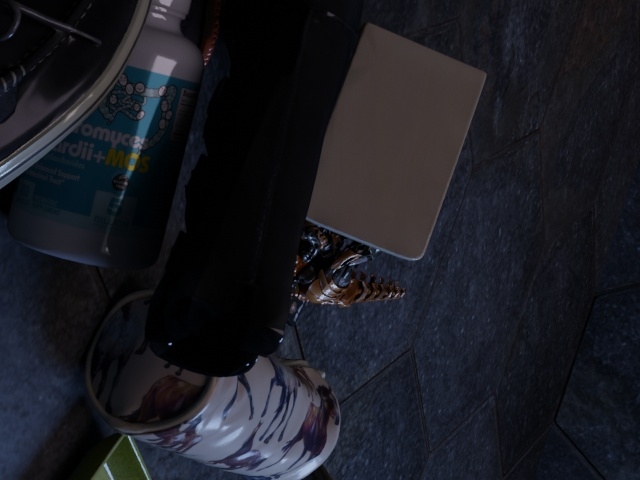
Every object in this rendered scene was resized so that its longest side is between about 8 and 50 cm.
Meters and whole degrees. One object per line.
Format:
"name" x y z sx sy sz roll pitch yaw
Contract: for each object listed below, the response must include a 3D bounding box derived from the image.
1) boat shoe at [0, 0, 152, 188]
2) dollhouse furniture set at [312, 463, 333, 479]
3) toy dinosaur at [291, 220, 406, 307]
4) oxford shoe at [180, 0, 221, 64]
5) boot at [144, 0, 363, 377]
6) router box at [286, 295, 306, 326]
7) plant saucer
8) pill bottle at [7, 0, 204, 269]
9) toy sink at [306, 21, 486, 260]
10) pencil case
"boat shoe" -0.291 -0.132 1.010 0.500 0.186 0.156 -51 153 -30
"dollhouse furniture set" -0.046 0.404 2.027 0.151 0.123 0.144 -22 133 -16
"toy dinosaur" 0.000 0.000 1.709 0.218 0.164 0.322 -52 156 7
"oxford shoe" -0.145 -0.260 1.366 0.097 0.098 0.271 -108 -150 -57
"boot" -0.061 -0.072 1.355 0.367 0.146 0.445 109 -8 -68
"router box" -0.039 0.041 1.802 0.122 0.038 0.092 -65 153 -18
"plant saucer" -0.259 0.326 1.516 0.188 0.045 0.188 -56 151 -32
"pill bottle" -0.193 -0.114 1.261 0.146 0.146 0.264 3 101 -64
"toy sink" 0.067 -0.100 1.537 0.131 0.152 0.234 146 -36 -75
"pencil case" -0.109 0.176 1.599 0.184 0.160 0.410 -59 153 -5
